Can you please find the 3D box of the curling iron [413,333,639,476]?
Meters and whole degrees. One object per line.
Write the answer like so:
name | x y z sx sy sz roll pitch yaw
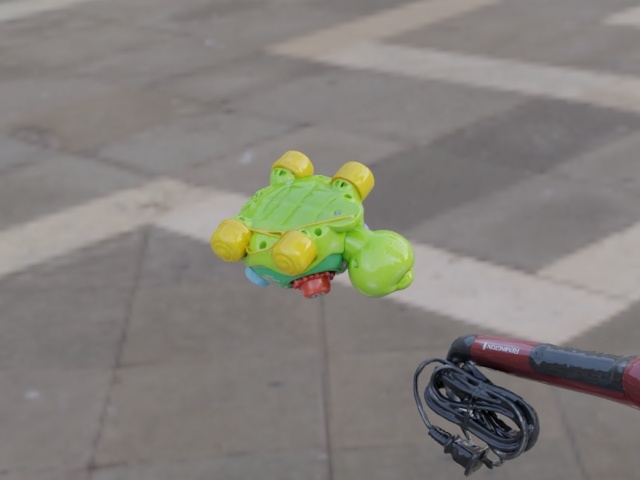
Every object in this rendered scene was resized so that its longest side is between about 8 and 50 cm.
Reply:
curling iron | 0.163 0.082 0.747 0.274 0.068 0.035 1 6 36

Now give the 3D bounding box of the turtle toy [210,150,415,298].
turtle toy | 0.000 0.000 1.023 0.130 0.066 0.095 13 48 35
